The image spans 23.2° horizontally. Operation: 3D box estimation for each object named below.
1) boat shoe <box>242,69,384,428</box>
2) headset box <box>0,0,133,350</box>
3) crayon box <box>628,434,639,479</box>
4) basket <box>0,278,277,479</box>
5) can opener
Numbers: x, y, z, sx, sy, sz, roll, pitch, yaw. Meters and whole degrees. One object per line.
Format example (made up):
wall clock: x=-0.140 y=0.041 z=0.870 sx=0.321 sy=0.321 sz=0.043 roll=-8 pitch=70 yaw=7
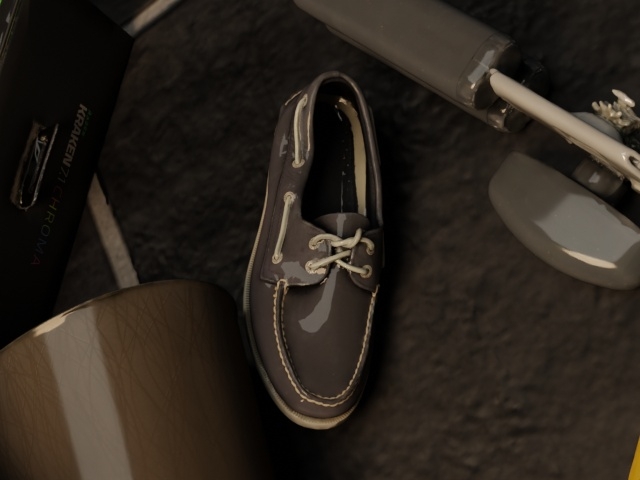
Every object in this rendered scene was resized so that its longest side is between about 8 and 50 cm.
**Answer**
boat shoe: x=0.000 y=0.000 z=0.868 sx=0.075 sy=0.065 sz=0.206 roll=6 pitch=65 yaw=-11
headset box: x=-0.285 y=-0.059 z=1.025 sx=0.283 sy=0.131 sz=0.246 roll=9 pitch=76 yaw=26
crayon box: x=0.251 y=0.088 z=0.688 sx=0.202 sy=0.081 sz=0.318 roll=8 pitch=76 yaw=33
basket: x=-0.091 y=0.170 z=0.823 sx=0.204 sy=0.154 sz=0.226 roll=-41 pitch=59 yaw=32
can opener: x=0.082 y=-0.079 z=0.859 sx=0.093 sy=0.074 sz=0.280 roll=-52 pitch=54 yaw=4
